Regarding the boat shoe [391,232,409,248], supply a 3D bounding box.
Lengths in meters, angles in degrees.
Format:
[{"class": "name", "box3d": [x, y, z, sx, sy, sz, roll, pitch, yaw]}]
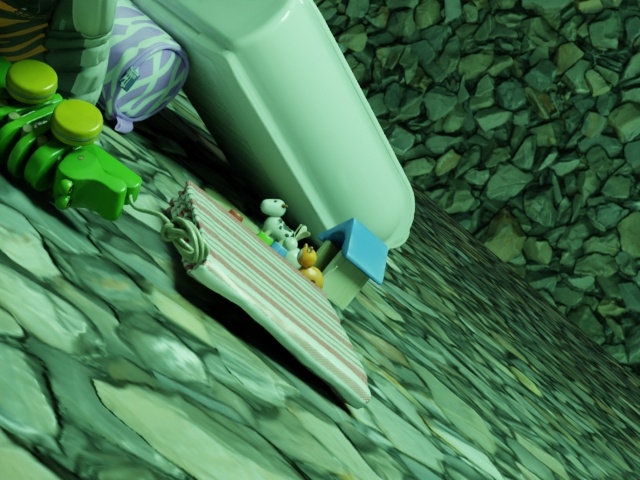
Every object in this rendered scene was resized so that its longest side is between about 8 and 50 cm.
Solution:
[{"class": "boat shoe", "box3d": [0.035, -0.062, 1.718, 0.184, 0.066, 0.063, 36, -3, -15]}]

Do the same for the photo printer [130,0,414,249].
[{"class": "photo printer", "box3d": [-0.042, -0.126, 1.267, 0.256, 0.107, 0.307, 41, -13, 48]}]

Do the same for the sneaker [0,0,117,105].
[{"class": "sneaker", "box3d": [-0.217, -0.167, 0.868, 0.180, 0.124, 0.321, 9, -13, -10]}]

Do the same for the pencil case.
[{"class": "pencil case", "box3d": [-0.200, -0.179, 1.166, 0.206, 0.088, 0.086, 44, 17, 25]}]

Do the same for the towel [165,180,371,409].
[{"class": "towel", "box3d": [-0.039, 0.035, 0.923, 0.144, 0.029, 0.197, 40, 7, -18]}]

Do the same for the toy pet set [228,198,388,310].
[{"class": "toy pet set", "box3d": [0.000, 0.000, 1.098, 0.114, 0.065, 0.122, 40, -2, -27]}]

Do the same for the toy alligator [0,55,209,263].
[{"class": "toy alligator", "box3d": [-0.144, -0.042, 0.778, 0.190, 0.056, 0.051, 42, 48, 19]}]
